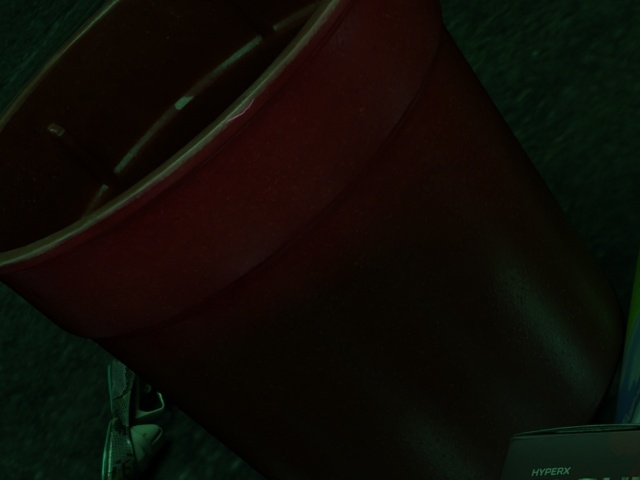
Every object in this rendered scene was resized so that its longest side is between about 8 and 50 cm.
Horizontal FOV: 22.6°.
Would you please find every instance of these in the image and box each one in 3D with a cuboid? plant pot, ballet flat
[{"bbox_3d":[0.000,0.000,0.810,0.272,0.265,0.272,-32,27,19],"label":"plant pot"},{"bbox_3d":[-0.119,0.118,1.026,0.041,0.041,0.114,-28,38,20],"label":"ballet flat"}]

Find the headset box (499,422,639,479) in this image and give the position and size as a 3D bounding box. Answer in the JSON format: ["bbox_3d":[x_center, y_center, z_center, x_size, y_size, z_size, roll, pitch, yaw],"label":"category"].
[{"bbox_3d":[0.128,0.213,0.519,0.110,0.218,0.293,-8,47,38],"label":"headset box"}]

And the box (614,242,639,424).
[{"bbox_3d":[0.169,0.039,0.750,0.042,0.109,0.178,12,49,6],"label":"box"}]
